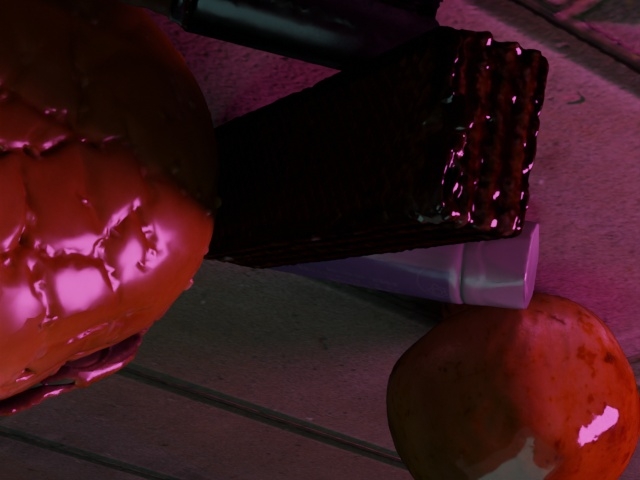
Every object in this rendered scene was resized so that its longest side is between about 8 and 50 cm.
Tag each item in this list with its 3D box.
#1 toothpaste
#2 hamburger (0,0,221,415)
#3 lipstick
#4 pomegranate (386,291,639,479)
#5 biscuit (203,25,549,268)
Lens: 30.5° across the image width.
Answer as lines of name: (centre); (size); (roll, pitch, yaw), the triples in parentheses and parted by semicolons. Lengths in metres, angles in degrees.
toothpaste: (0.000, 0.000, 1.026); (0.371, 0.079, 0.125); (6, 154, 17)
hamburger: (-0.196, -0.038, 0.755); (0.319, 0.318, 0.158); (29, 151, -34)
lipstick: (-0.125, -0.178, 0.703); (0.419, 0.077, 0.077); (15, 153, -13)
pomegranate: (0.180, 0.156, 1.117); (0.248, 0.248, 0.248); (7, 153, 4)
biscuit: (0.012, -0.045, 0.776); (0.073, 0.107, 0.388); (13, 171, -23)
